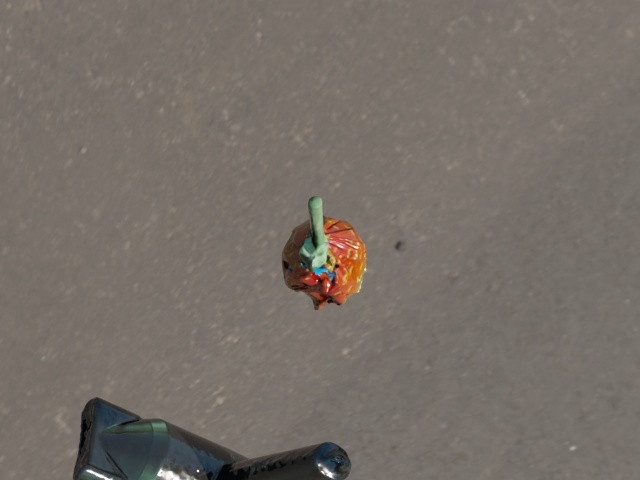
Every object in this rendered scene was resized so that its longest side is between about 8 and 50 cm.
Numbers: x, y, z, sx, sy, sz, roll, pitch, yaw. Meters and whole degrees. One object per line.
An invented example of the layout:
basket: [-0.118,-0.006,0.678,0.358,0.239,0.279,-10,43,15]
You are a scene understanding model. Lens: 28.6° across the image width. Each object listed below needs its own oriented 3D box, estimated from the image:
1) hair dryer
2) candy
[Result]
hair dryer: [-0.109,0.241,1.356,0.244,0.302,0.116,30,54,-30]
candy: [0.000,0.000,0.745,0.060,0.201,0.060,0,79,2]
